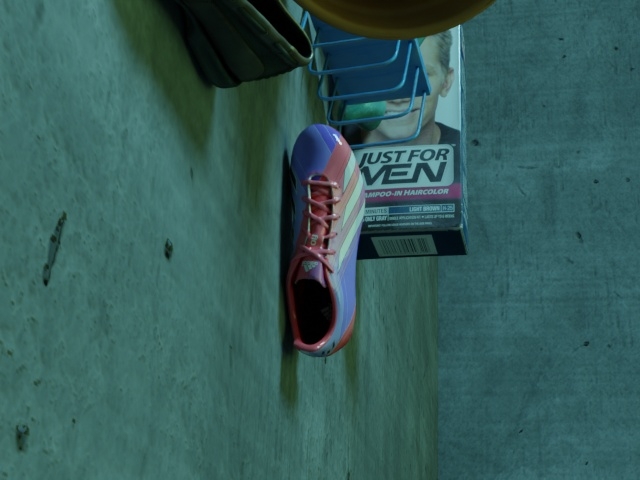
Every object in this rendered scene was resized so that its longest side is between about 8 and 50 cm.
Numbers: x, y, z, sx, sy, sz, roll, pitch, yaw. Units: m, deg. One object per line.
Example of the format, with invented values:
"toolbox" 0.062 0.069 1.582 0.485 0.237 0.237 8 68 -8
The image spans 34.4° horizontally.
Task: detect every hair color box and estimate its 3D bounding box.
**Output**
"hair color box" 0.123 -0.152 1.497 0.105 0.174 0.347 62 28 -64

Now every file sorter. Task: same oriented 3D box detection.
"file sorter" 0.053 -0.207 1.243 0.170 0.118 0.104 67 26 -43

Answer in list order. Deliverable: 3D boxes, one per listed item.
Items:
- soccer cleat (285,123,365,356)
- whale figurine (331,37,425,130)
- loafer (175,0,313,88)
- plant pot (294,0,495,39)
"soccer cleat" 0.000 0.000 1.089 0.095 0.083 0.248 -8 99 -75
"whale figurine" 0.089 -0.281 1.387 0.216 0.141 0.272 4 96 -59
"loafer" -0.068 -0.201 0.736 0.267 0.084 0.096 63 27 -66
"plant pot" 0.061 -0.364 1.017 0.203 0.291 0.291 -107 -171 -65
